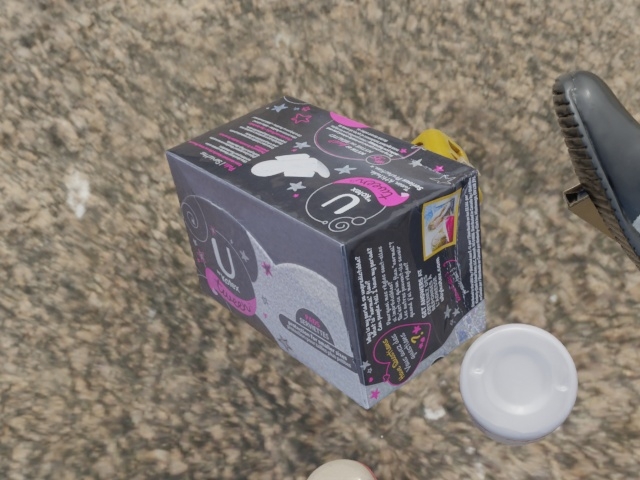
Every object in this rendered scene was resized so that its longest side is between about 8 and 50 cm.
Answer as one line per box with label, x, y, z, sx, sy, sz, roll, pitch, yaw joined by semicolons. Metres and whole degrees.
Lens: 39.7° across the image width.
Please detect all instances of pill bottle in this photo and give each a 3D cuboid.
pill bottle;0.293;0.225;1.333;0.161;0.283;0.160;-3;74;10

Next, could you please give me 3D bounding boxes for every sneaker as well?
sneaker;0.320;-0.021;0.734;0.146;0.122;0.330;-34;95;12

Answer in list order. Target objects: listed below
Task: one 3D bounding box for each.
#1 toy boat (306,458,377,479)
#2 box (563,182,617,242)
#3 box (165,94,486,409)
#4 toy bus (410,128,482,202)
toy boat;0.060;0.534;1.683;0.151;0.151;0.231;-23;66;-4
box;0.350;-0.050;0.872;0.164;0.201;0.021;-31;59;27
box;0.000;0.000;0.751;0.142;0.163;0.247;-28;36;-27
toy bus;0.167;-0.070;1.209;0.104;0.191;0.202;-44;71;22
